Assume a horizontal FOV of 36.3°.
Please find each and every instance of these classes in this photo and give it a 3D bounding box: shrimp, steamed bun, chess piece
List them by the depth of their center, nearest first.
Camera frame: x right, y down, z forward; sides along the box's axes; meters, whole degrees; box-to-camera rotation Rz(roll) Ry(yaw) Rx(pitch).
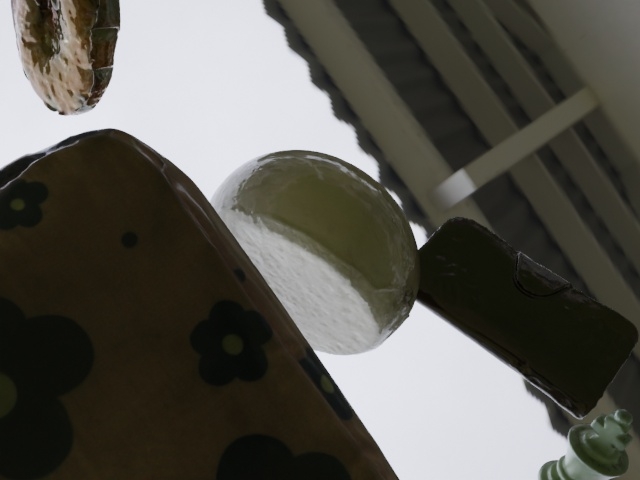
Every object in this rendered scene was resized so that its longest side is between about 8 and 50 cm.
[{"bbox_3d":[0.153,0.157,0.605,0.059,0.149,0.059,16,-143,-12],"label":"chess piece"},{"bbox_3d":[-0.294,-0.292,1.109,0.164,0.317,0.062,26,-147,20],"label":"shrimp"},{"bbox_3d":[0.000,0.000,1.209,0.283,0.283,0.177,38,-121,-8],"label":"steamed bun"}]

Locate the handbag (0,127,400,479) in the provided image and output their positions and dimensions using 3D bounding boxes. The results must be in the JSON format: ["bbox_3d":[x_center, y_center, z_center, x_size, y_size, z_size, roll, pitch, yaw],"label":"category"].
[{"bbox_3d":[-0.086,0.108,0.406,0.190,0.193,0.251,-35,-92,-16],"label":"handbag"}]

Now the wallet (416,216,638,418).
[{"bbox_3d":[0.259,0.090,1.296,0.309,0.042,0.165,35,-119,18],"label":"wallet"}]
